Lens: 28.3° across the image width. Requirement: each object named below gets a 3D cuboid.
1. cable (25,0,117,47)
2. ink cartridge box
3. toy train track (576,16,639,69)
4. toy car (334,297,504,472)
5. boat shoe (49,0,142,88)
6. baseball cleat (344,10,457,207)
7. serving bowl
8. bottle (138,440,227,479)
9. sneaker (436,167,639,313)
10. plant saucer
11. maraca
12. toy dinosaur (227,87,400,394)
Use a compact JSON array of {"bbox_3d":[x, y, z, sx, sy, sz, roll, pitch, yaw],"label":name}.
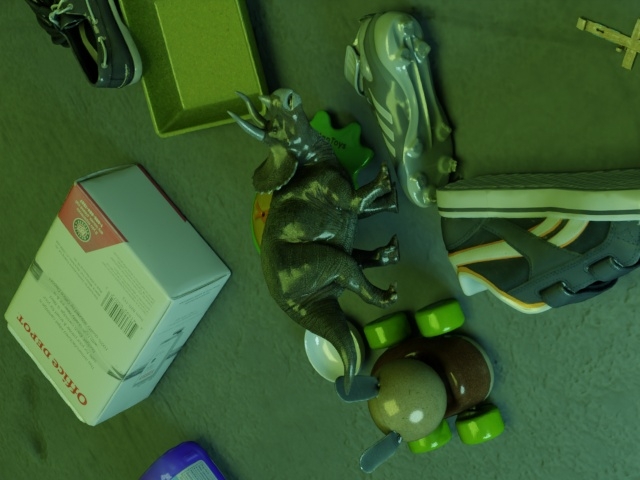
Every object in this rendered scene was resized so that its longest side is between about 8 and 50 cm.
[{"bbox_3d":[-0.331,-0.337,1.607,0.150,0.047,0.184,-33,89,47],"label":"cable"},{"bbox_3d":[-0.272,0.073,1.656,0.207,0.117,0.283,48,129,15],"label":"ink cartridge box"},{"bbox_3d":[0.273,-0.187,1.175,0.083,0.014,0.048,30,123,29],"label":"toy train track"},{"bbox_3d":[0.083,0.169,1.348,0.149,0.188,0.155,-19,94,42],"label":"toy car"},{"bbox_3d":[-0.288,-0.273,1.517,0.075,0.065,0.206,-36,82,48],"label":"boat shoe"},{"bbox_3d":[0.082,-0.138,1.329,0.109,0.072,0.206,9,111,54],"label":"baseball cleat"},{"bbox_3d":[0.021,0.125,1.491,0.083,0.027,0.083,15,114,35],"label":"serving bowl"},{"bbox_3d":[-0.129,0.405,1.677,0.283,0.092,0.118,51,130,13],"label":"bottle"},{"bbox_3d":[0.250,-0.001,1.192,0.321,0.126,0.127,0,102,51],"label":"sneaker"},{"bbox_3d":[-0.139,-0.227,1.482,0.188,0.045,0.188,-7,101,41],"label":"plant saucer"},{"bbox_3d":[-0.011,-0.052,1.411,0.127,0.099,0.185,23,95,19],"label":"maraca"},{"bbox_3d":[0.000,0.000,1.316,0.160,0.121,0.313,-3,89,8],"label":"toy dinosaur"}]
